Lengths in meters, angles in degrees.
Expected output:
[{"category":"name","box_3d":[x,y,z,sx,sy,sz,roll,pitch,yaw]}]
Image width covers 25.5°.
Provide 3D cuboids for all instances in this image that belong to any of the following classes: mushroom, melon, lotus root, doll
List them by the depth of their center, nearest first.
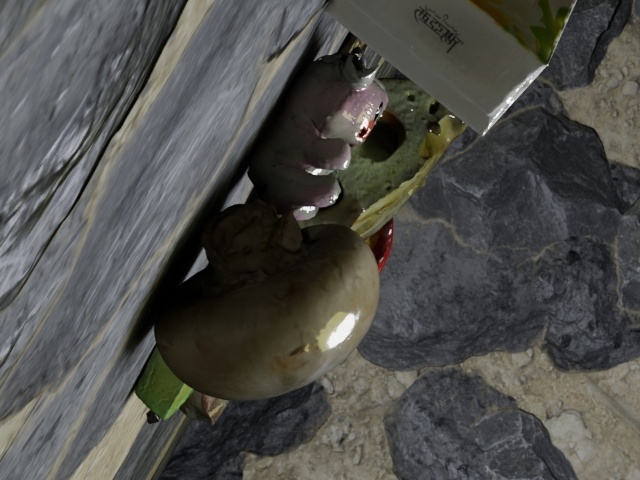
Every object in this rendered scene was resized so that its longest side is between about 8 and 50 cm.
[{"category":"mushroom","box_3d":[-0.056,0.054,1.351,0.226,0.178,0.226,-28,-163,9]},{"category":"doll","box_3d":[-0.001,-0.110,1.409,0.192,0.095,0.149,-62,-175,-5]},{"category":"melon","box_3d":[-0.139,0.106,1.598,0.209,0.064,0.118,-56,177,-40]},{"category":"lotus root","box_3d":[0.037,-0.089,1.718,0.210,0.142,0.314,-51,170,33]}]

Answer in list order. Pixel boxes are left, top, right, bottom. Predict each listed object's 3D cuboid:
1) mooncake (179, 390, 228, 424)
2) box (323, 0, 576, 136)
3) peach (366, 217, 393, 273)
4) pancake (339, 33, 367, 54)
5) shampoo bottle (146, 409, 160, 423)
[{"category":"mooncake","box_3d":[-0.142,0.167,1.883,0.130,0.073,0.125,92,20,-45]},{"category":"box","box_3d":[0.140,-0.244,1.382,0.111,0.194,0.260,-49,-174,36]},{"category":"peach","box_3d":[0.000,0.000,1.861,0.226,0.196,0.189,-26,108,-81]},{"category":"pancake","box_3d":[0.032,-0.218,1.767,0.199,0.021,0.199,-60,179,-2]},{"category":"shampoo bottle","box_3d":[-0.196,0.192,1.911,0.137,0.027,0.048,-58,172,-43]}]
